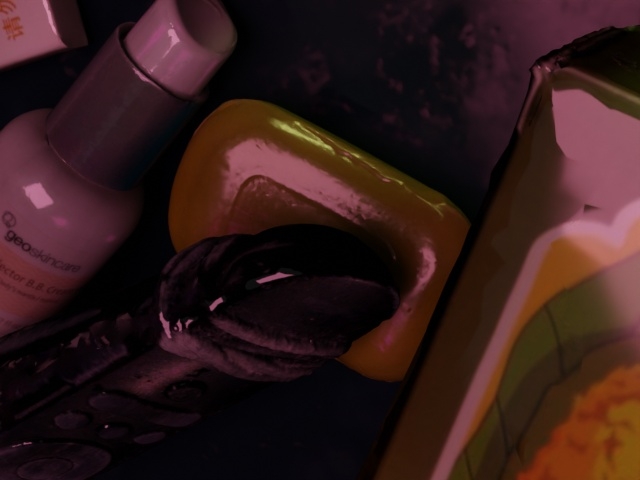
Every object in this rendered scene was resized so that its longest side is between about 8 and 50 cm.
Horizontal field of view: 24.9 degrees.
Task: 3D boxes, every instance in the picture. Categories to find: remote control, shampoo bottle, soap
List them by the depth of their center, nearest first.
[{"bbox_3d":[-0.083,0.049,0.598,0.266,0.090,0.066,-28,65,30],"label":"remote control"},{"bbox_3d":[0.000,0.000,0.605,0.140,0.045,0.089,30,118,13],"label":"soap"},{"bbox_3d":[-0.106,-0.029,0.630,0.074,0.074,0.192,48,116,6],"label":"shampoo bottle"}]

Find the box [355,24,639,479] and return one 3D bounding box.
[{"bbox_3d":[0.198,0.177,0.508,0.420,0.138,0.373,28,112,15],"label":"box"}]

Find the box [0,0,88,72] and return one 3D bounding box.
[{"bbox_3d":[-0.219,-0.121,0.681,0.220,0.032,0.122,-13,96,26],"label":"box"}]
